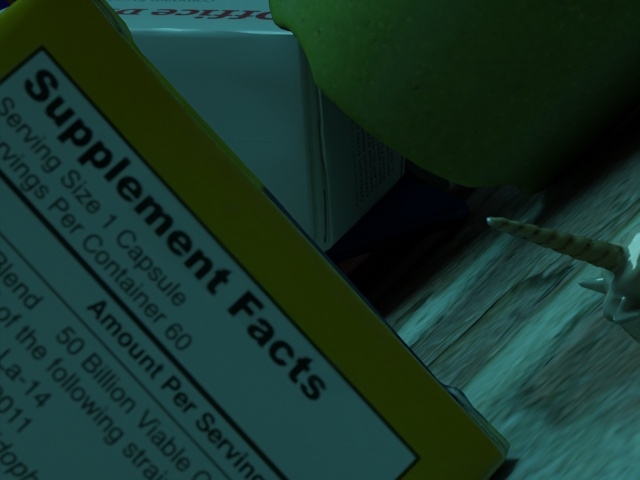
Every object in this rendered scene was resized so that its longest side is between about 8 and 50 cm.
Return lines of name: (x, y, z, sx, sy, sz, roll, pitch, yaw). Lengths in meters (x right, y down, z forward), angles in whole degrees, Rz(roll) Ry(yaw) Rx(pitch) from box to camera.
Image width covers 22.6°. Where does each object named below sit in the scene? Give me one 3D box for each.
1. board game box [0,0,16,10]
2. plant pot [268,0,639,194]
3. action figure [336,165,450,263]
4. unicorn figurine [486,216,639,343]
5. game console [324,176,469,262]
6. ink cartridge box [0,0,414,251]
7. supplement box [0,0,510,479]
board game box: (-0.226, -0.154, 1.315, 0.356, 0.356, 0.356, -47, 27, -16)
plant pot: (0.113, -0.168, 0.766, 0.254, 0.276, 0.276, -53, -1, 28)
action figure: (0.000, 0.000, 1.168, 0.137, 0.063, 0.232, -47, 11, -35)
unicorn figurine: (0.122, -0.020, 0.399, 0.111, 0.060, 0.162, -41, -12, 18)
game console: (-0.075, 0.045, 1.036, 0.293, 0.173, 0.250, 28, 99, 63)
ink cartridge box: (-0.048, -0.107, 1.001, 0.223, 0.129, 0.307, 4, 21, 21)
supplement box: (-0.152, 0.119, 0.495, 0.356, 0.194, 0.195, -43, 5, -16)
